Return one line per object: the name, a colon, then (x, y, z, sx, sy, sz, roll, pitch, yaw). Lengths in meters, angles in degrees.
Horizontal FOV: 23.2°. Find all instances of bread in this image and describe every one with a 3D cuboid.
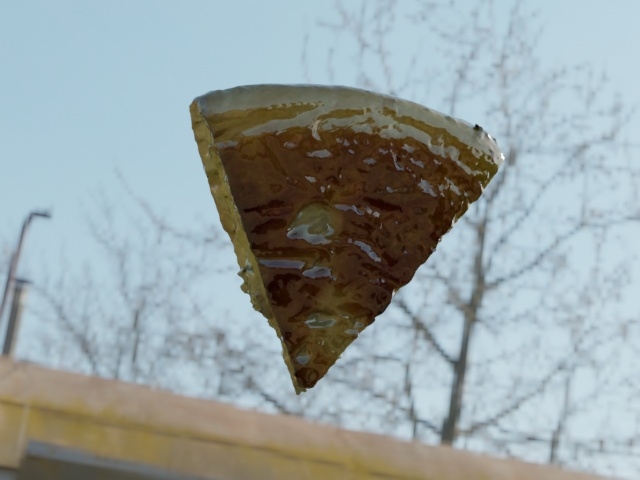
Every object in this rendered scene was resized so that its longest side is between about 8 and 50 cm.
bread: (-0.008, -0.023, 0.728, 0.136, 0.154, 0.054, 39, -8, -20)
